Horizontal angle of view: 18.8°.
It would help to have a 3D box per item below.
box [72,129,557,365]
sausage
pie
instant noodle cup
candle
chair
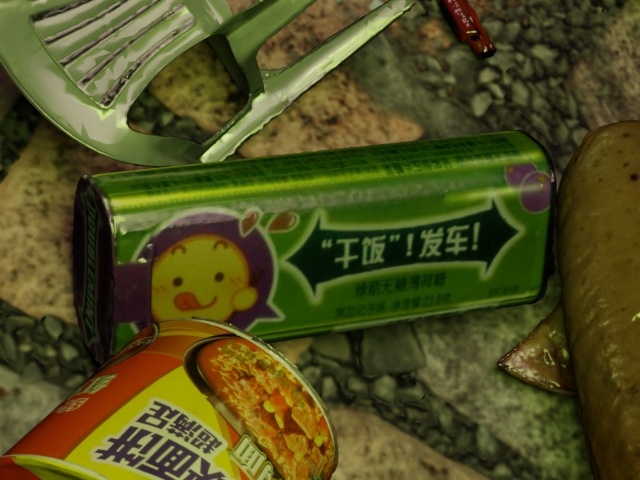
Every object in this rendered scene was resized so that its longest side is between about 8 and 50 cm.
[{"bbox_3d":[0.000,0.000,1.385,0.345,0.134,0.097,-8,26,-22],"label":"box"},{"bbox_3d":[0.254,0.150,1.380,0.136,0.123,0.500,23,55,-61],"label":"sausage"},{"bbox_3d":[0.213,0.065,1.482,0.092,0.034,0.170,37,58,5],"label":"pie"},{"bbox_3d":[-0.098,0.162,1.233,0.213,0.213,0.174,37,48,1],"label":"instant noodle cup"},{"bbox_3d":[0.094,-0.221,1.588,0.026,0.021,0.167,-22,74,-28],"label":"candle"},{"bbox_3d":[-0.095,-0.179,1.411,0.275,0.190,0.203,-42,82,-2],"label":"chair"}]
